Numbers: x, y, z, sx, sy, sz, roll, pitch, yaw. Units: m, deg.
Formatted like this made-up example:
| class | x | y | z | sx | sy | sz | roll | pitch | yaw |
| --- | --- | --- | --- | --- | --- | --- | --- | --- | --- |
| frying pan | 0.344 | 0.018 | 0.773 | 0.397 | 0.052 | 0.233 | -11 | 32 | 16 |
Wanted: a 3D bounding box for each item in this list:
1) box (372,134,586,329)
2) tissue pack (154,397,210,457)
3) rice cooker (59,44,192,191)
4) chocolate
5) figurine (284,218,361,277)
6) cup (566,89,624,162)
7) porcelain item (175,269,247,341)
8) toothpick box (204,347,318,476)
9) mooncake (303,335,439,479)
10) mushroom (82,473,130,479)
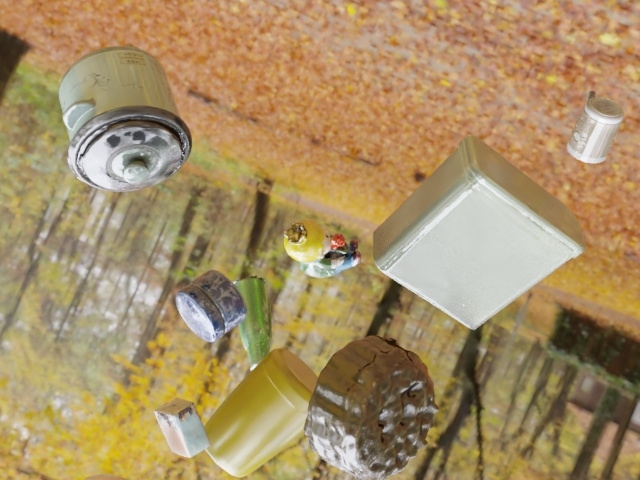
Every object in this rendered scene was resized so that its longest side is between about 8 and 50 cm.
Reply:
| class | x | y | z | sx | sy | sz | roll | pitch | yaw |
| --- | --- | --- | --- | --- | --- | --- | --- | --- | --- |
| box | 0.354 | -0.007 | 2.024 | 0.351 | 0.344 | 0.177 | 32 | -147 | -21 |
| tissue pack | -0.251 | 0.343 | 1.619 | 0.058 | 0.095 | 0.074 | -30 | -162 | -36 |
| rice cooker | -0.421 | -0.250 | 1.903 | 0.316 | 0.264 | 0.317 | 40 | -152 | -26 |
| chocolate | -0.184 | 0.241 | 2.488 | 0.110 | 0.110 | 0.291 | 24 | -142 | -34 |
| figurine | 0.005 | 0.011 | 2.312 | 0.185 | 0.127 | 0.234 | -7 | 145 | 9 |
| cup | 0.492 | -0.205 | 1.568 | 0.074 | 0.102 | 0.099 | 23 | 135 | 11 |
| porcelain item | -0.258 | 0.155 | 2.062 | 0.147 | 0.114 | 0.147 | 33 | 144 | 29 |
| toothpick box | -0.127 | 0.380 | 1.910 | 0.175 | 0.271 | 0.175 | 44 | -172 | -7 |
| mooncake | 0.089 | 0.272 | 1.423 | 0.228 | 0.228 | 0.124 | 24 | 180 | -43 |
| mushroom | -0.347 | 0.549 | 1.671 | 0.162 | 0.237 | 0.173 | -2 | -172 | 18 |
